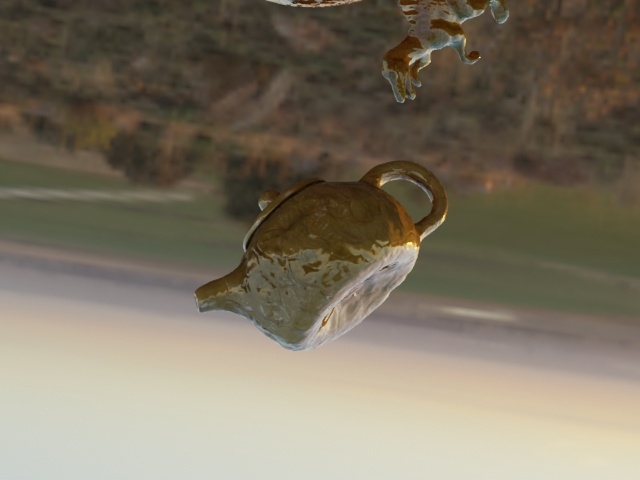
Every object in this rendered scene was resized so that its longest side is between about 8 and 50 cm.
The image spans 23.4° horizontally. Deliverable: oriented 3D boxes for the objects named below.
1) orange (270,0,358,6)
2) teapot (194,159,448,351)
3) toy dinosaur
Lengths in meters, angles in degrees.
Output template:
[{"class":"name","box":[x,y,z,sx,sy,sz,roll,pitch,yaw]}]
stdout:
[{"class":"orange","box":[-0.001,-0.249,1.025,0.206,0.206,0.206,8,176,1]},{"class":"teapot","box":[0.000,0.000,1.684,0.311,0.167,0.203,-34,162,-19]},{"class":"toy dinosaur","box":[0.106,-0.242,1.442,0.142,0.212,0.057,-13,-167,-39]}]
